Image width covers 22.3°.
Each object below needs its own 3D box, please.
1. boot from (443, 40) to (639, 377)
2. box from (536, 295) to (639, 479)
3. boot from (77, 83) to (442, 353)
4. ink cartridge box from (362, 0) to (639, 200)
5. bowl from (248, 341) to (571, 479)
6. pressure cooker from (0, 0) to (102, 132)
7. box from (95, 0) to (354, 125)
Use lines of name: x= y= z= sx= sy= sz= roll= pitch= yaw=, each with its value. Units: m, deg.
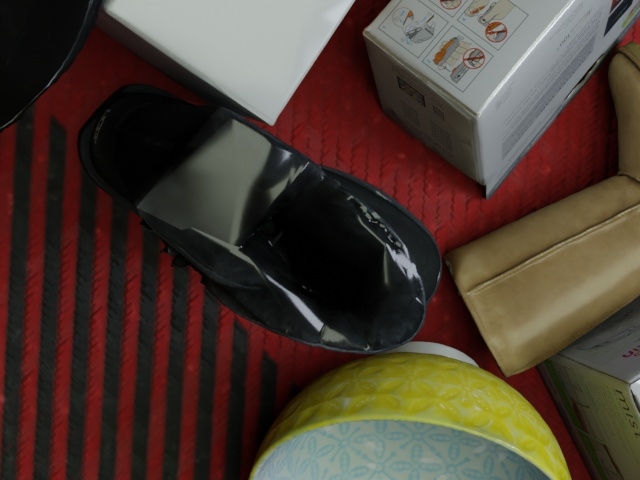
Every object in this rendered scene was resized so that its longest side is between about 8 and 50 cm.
boot: x=0.237 y=-0.035 z=1.526 sx=0.269 sy=0.089 sz=0.236 roll=-28 pitch=66 yaw=5
box: x=0.333 y=0.194 z=1.512 sx=0.127 sy=0.231 sz=0.262 roll=-30 pitch=102 yaw=-12
boot: x=-0.002 y=0.000 z=1.281 sx=0.367 sy=0.445 sz=0.146 roll=24 pitch=88 yaw=-17
ink cartridge box: x=0.192 y=-0.215 z=1.460 sx=0.130 sy=0.272 sz=0.309 roll=39 pitch=83 yaw=15
bowl: x=0.087 y=0.185 z=1.460 sx=0.289 sy=0.289 sz=0.156 roll=26 pitch=46 yaw=-17
pressure cooker: x=-0.338 y=-0.292 z=1.186 sx=0.375 sy=0.420 sz=0.370 roll=-23 pitch=128 yaw=3
box: x=-0.036 y=-0.289 z=1.358 sx=0.168 sy=0.215 sz=0.345 roll=34 pitch=88 yaw=-18
